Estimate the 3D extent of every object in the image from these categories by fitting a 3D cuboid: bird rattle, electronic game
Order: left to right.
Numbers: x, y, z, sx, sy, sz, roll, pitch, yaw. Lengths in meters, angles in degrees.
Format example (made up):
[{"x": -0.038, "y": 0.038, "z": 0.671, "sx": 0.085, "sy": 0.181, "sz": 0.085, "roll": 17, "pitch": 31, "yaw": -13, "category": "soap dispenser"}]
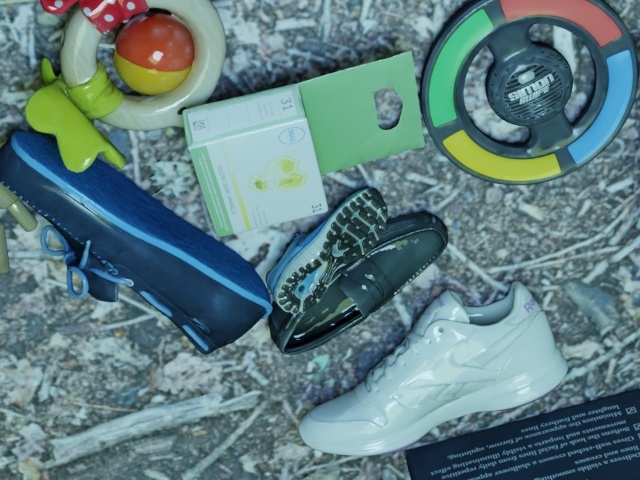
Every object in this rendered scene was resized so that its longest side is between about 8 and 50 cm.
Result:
[{"x": -0.194, "y": -0.197, "z": 1.800, "sx": 0.207, "sy": 0.143, "sz": 0.253, "roll": 4, "pitch": 106, "yaw": -24, "category": "bird rattle"}, {"x": 0.215, "y": -0.159, "z": 1.899, "sx": 0.229, "sy": 0.048, "sz": 0.229, "roll": -4, "pitch": 120, "yaw": -6, "category": "electronic game"}]

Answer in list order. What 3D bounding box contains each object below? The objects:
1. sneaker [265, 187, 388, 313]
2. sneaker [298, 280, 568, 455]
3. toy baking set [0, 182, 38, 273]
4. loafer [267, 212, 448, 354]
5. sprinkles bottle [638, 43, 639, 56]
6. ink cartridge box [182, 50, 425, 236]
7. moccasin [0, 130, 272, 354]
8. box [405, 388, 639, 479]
[{"x": 0.000, "y": 0.000, "z": 1.948, "sx": 0.162, "sy": 0.073, "sz": 0.063, "roll": -44, "pitch": 125, "yaw": -8, "category": "sneaker"}, {"x": 0.111, "y": 0.138, "z": 2.035, "sx": 0.305, "sy": 0.114, "sz": 0.152, "roll": -21, "pitch": 107, "yaw": -1, "category": "sneaker"}, {"x": -0.417, "y": -0.044, "z": 1.877, "sx": 0.196, "sy": 0.030, "sz": 0.256, "roll": -27, "pitch": 120, "yaw": 7, "category": "toy baking set"}, {"x": 0.043, "y": 0.052, "z": 1.975, "sx": 0.223, "sy": 0.078, "sz": 0.076, "roll": -33, "pitch": 119, "yaw": 10, "category": "loafer"}, {"x": 0.401, "y": -0.053, "z": 1.946, "sx": 0.121, "sy": 0.121, "sz": 0.355, "roll": -9, "pitch": 120, "yaw": -3, "category": "sprinkles bottle"}, {"x": -0.009, "y": -0.094, "z": 1.861, "sx": 0.235, "sy": 0.056, "sz": 0.171, "roll": -13, "pitch": 148, "yaw": 0, "category": "ink cartridge box"}, {"x": -0.201, "y": 0.020, "z": 1.884, "sx": 0.342, "sy": 0.138, "sz": 0.117, "roll": 36, "pitch": 107, "yaw": -25, "category": "moccasin"}, {"x": 0.282, "y": 0.385, "z": 2.021, "sx": 0.293, "sy": 0.395, "sz": 0.212, "roll": -14, "pitch": 120, "yaw": 0, "category": "box"}]
